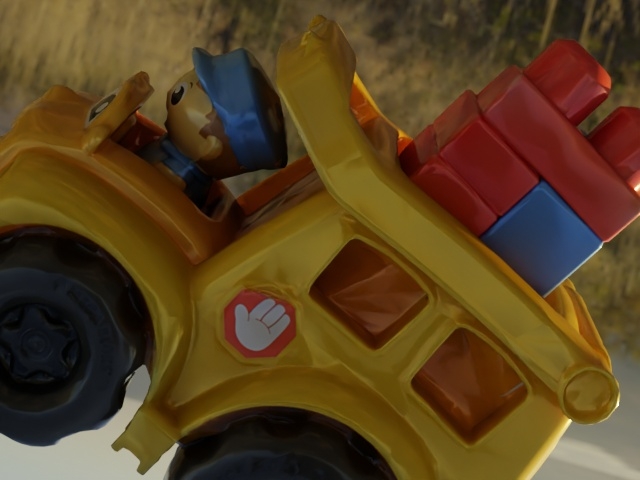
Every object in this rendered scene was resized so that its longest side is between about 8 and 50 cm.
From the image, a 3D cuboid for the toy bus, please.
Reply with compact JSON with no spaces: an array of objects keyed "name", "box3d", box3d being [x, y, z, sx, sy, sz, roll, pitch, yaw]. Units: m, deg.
[{"name":"toy bus","box3d":[0.000,0.000,0.471,0.220,0.211,0.149,41,-166,-8]}]
